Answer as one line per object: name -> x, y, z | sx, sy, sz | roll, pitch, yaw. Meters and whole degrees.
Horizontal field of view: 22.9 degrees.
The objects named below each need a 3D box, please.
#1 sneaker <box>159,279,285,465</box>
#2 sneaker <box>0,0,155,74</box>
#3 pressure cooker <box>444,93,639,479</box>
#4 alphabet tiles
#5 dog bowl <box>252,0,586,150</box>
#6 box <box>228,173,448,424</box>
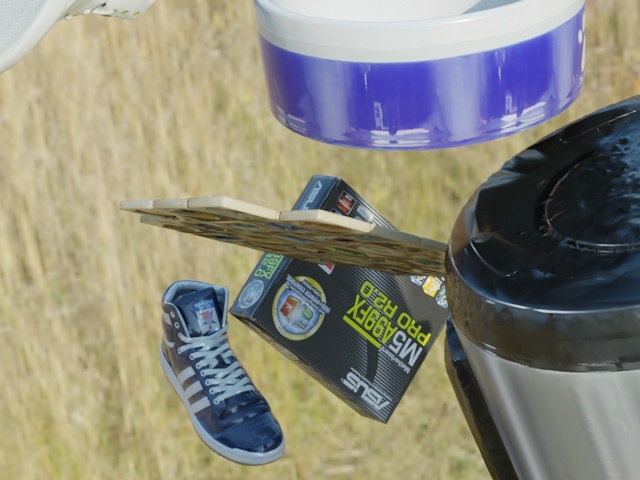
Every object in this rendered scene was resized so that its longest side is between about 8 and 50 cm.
sneaker -> -0.134, 0.164, 2.087 | 0.099, 0.153, 0.282 | -16, 40, -27
sneaker -> -0.245, -0.224, 1.502 | 0.292, 0.169, 0.108 | -43, 68, 3
pressure cooker -> 0.316, 0.129, 1.195 | 0.370, 0.420, 0.375 | -30, 25, -12
alphabet tiles -> 0.000, 0.000, 1.483 | 0.342, 0.011, 0.285 | 14, -8, -36
dog bowl -> 0.081, -0.170, 1.276 | 0.265, 0.104, 0.265 | -5, 27, 3
box -> 0.039, 0.077, 2.041 | 0.060, 0.270, 0.216 | 10, 64, 55
